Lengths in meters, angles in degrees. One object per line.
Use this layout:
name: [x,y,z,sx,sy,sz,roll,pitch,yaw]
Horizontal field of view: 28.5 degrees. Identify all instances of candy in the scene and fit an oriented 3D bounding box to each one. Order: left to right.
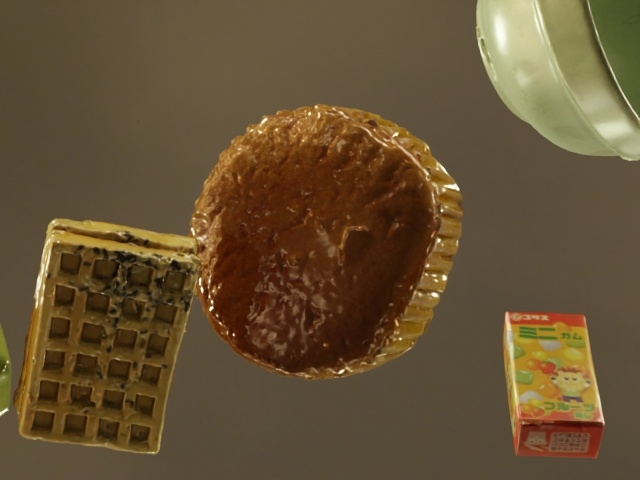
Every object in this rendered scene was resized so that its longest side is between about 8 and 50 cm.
candy: [0.170,0.105,0.932,0.062,0.122,0.038,1,-53,1]

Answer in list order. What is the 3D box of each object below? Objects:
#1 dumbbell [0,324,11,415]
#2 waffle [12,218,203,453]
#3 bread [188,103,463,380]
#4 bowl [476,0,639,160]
dumbbell: [-0.295,0.179,0.933,0.108,0.121,0.302,-3,-53,-24]
waffle: [-0.140,0.063,0.823,0.102,0.042,0.148,11,-71,-12]
bread: [0.001,0.000,0.890,0.199,0.104,0.199,0,-90,16]
bowl: [0.270,-0.221,1.298,0.163,0.307,0.307,-17,-80,36]
